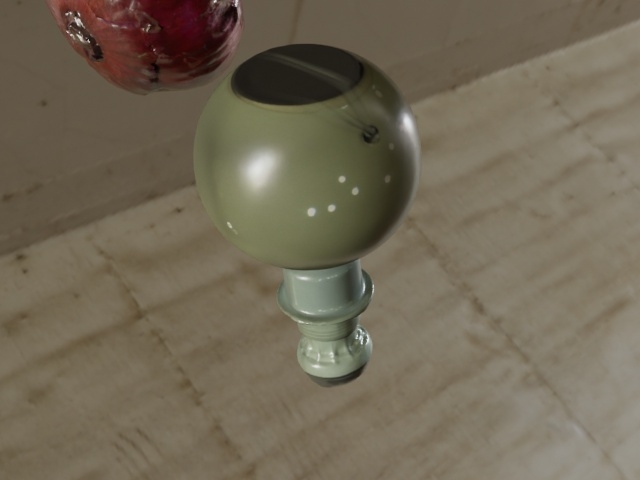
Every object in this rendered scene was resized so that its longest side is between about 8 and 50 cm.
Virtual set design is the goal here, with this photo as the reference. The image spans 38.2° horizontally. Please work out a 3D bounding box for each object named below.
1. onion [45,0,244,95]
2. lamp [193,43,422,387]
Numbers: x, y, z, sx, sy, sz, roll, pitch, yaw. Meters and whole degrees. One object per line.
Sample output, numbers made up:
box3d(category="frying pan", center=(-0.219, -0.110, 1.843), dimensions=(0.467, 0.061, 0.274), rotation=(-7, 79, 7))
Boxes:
box3d(category="onion", center=(-0.204, -0.269, 1.032), dimensions=(0.190, 0.246, 0.246), rotation=(-50, -14, -22))
box3d(category="lamp", center=(0.000, 0.000, 0.394), dimensions=(0.091, 0.091, 0.163), rotation=(-29, -47, -24))
